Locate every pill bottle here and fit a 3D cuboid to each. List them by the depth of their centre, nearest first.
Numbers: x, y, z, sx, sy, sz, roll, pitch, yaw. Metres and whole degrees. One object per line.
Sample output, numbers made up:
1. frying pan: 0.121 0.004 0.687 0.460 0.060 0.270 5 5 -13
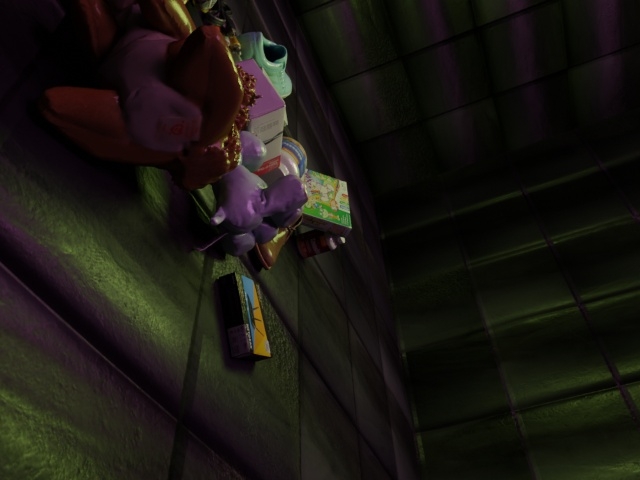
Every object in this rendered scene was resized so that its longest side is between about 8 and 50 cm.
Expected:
1. pill bottle: -0.129 -0.204 1.658 0.272 0.152 0.152 -75 145 -68
2. pill bottle: 0.000 0.000 1.923 0.086 0.152 0.086 -18 90 -77

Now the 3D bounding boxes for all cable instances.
1. cable: -0.321 -0.686 1.785 0.139 0.072 0.287 28 27 -39

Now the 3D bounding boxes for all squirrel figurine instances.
1. squirrel figurine: -0.279 -0.304 1.019 0.371 0.281 0.397 66 7 31

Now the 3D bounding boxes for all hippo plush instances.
1. hippo plush: -0.198 -0.113 1.265 0.294 0.234 0.237 -21 72 -37

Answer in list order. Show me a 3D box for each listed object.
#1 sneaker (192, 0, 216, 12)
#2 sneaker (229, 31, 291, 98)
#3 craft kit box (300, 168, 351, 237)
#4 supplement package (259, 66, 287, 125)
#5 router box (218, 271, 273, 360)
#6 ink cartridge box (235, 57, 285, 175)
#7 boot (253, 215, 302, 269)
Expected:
1. sneaker: -0.346 -0.722 1.635 0.088 0.093 0.225 24 26 -32
2. sneaker: -0.163 -0.591 1.954 0.366 0.150 0.135 16 66 -64
3. craft kit box: -0.024 -0.139 1.894 0.250 0.246 0.061 -94 -155 -47
4. supplement package: -0.190 -0.446 1.835 0.179 0.105 0.105 51 24 -55
5. router box: -0.162 0.170 1.254 0.133 0.046 0.179 41 33 -67
6. ink cartridge box: -0.173 -0.297 1.409 0.172 0.100 0.237 56 -22 21
7. boot: -0.118 -0.036 1.569 0.305 0.115 0.112 -86 156 -56
